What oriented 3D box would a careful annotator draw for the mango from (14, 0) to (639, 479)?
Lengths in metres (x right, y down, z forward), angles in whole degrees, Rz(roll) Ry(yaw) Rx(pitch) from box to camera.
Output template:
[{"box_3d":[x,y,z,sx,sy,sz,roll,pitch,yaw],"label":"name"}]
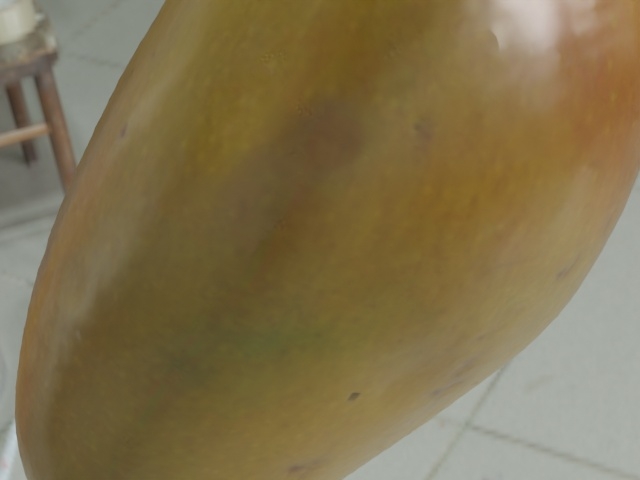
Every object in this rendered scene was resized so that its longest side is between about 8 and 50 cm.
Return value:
[{"box_3d":[0.000,0.000,0.409,0.138,0.253,0.113,2,41,-41],"label":"mango"}]
